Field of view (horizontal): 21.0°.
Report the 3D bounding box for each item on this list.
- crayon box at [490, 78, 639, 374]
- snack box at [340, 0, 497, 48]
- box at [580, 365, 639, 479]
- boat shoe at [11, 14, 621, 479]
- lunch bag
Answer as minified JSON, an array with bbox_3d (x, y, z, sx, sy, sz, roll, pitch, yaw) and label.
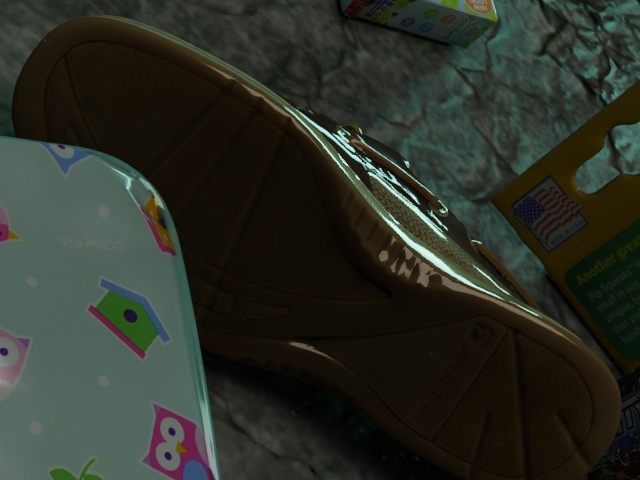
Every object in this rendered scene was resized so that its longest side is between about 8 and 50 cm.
[{"bbox_3d":[0.275,0.040,0.983,0.323,0.203,0.083,52,43,3],"label":"crayon box"},{"bbox_3d":[0.051,-0.197,1.089,0.100,0.037,0.141,11,56,-32],"label":"snack box"},{"bbox_3d":[0.214,0.121,0.855,0.044,0.233,0.159,11,55,-33],"label":"box"},{"bbox_3d":[0.000,0.000,0.874,0.342,0.123,0.123,32,16,-10],"label":"boat shoe"},{"bbox_3d":[-0.180,0.066,0.669,0.279,0.108,0.224,5,61,-36],"label":"lunch bag"}]
